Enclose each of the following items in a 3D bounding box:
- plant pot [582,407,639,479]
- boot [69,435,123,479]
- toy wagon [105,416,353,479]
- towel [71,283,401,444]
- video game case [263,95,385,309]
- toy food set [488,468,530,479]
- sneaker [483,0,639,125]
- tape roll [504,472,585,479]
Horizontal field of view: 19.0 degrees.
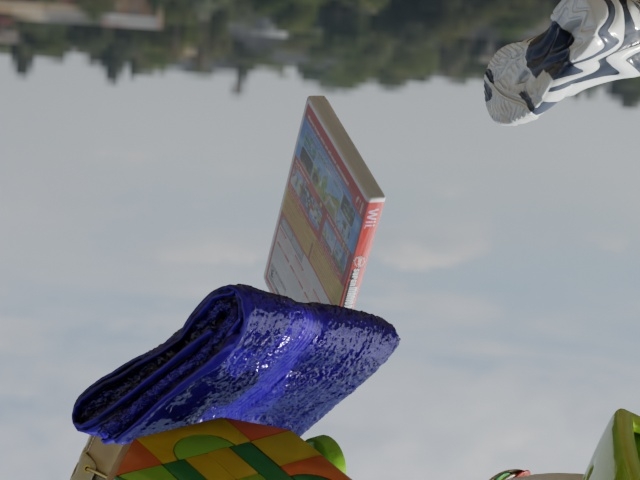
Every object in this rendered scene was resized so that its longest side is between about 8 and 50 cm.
[{"bbox_3d":[0.318,0.316,1.705,0.227,0.207,0.228,27,-163,-3],"label":"plant pot"},{"bbox_3d":[-0.291,0.336,2.363,0.095,0.262,0.203,26,-148,7],"label":"boot"},{"bbox_3d":[-0.038,0.267,1.686,0.267,0.068,0.344,-11,-150,-35],"label":"toy wagon"},{"bbox_3d":[-0.072,0.142,1.896,0.228,0.076,0.308,-37,156,22],"label":"towel"},{"bbox_3d":[0.000,0.000,2.281,0.025,0.285,0.204,-4,-139,-23],"label":"video game case"},{"bbox_3d":[0.227,0.312,2.347,0.083,0.083,0.020,53,179,-44],"label":"toy food set"},{"bbox_3d":[0.292,-0.197,2.105,0.153,0.094,0.235,-2,151,-30],"label":"sneaker"},{"bbox_3d":[0.265,0.363,1.991,0.286,0.286,0.100,5,-133,10],"label":"tape roll"}]
